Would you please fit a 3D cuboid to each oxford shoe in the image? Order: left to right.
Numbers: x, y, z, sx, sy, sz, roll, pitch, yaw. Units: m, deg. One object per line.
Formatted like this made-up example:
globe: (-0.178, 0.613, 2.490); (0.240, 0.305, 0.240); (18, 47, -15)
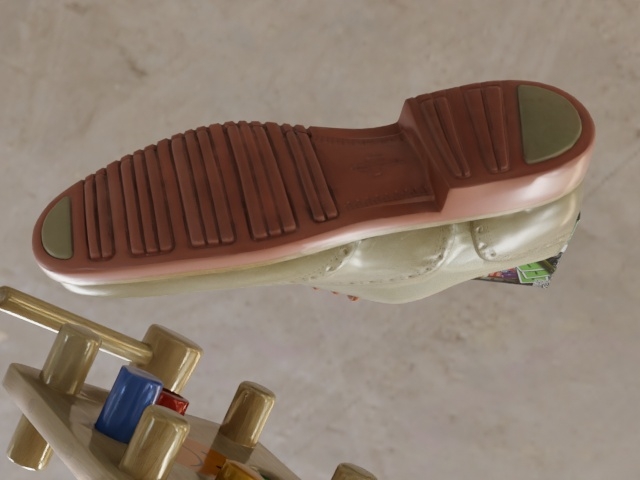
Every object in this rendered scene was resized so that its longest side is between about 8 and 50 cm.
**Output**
oxford shoe: (0.000, 0.000, 1.056); (0.397, 0.140, 0.146); (-8, 135, -1)

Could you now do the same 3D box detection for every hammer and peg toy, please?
hammer and peg toy: (-0.139, 0.167, 1.237); (0.266, 0.127, 0.361); (22, -175, -34)

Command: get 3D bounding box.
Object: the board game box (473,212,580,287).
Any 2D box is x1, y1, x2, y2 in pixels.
board game box: (0.104, -0.010, 1.415); (0.260, 0.030, 0.136); (6, 147, -2)
